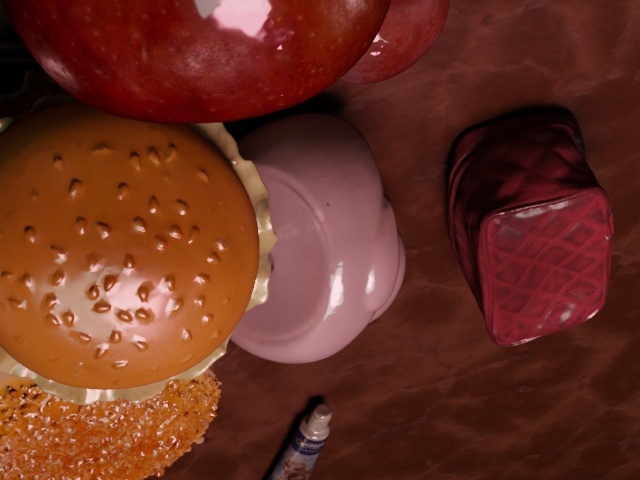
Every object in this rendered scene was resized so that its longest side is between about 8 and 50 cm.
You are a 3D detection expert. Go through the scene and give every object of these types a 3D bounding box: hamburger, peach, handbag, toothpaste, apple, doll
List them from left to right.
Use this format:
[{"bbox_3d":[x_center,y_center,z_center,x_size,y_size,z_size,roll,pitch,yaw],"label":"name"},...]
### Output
[{"bbox_3d":[-0.244,0.151,1.427,0.302,0.170,0.302,-9,141,-7],"label":"hamburger"},{"bbox_3d":[-0.172,-0.003,1.143,0.274,0.212,0.274,-5,106,-19],"label":"hamburger"},{"bbox_3d":[-0.089,-0.223,0.938,0.288,0.288,0.317,-17,139,1],"label":"apple"},{"bbox_3d":[-0.024,0.261,1.746,0.062,0.037,0.216,0,143,-21],"label":"toothpaste"},{"bbox_3d":[0.000,0.000,1.347,0.221,0.221,0.251,-3,112,-16],"label":"doll"},{"bbox_3d":[0.036,-0.195,1.146,0.152,0.152,0.152,-10,141,-8],"label":"peach"},{"bbox_3d":[0.207,-0.012,1.424,0.146,0.135,0.225,-14,137,-2],"label":"handbag"}]

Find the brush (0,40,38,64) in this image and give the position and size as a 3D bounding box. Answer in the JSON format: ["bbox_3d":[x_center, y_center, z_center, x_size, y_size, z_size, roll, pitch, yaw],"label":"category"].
[{"bbox_3d":[-0.164,-0.153,1.207,0.266,0.027,0.062,-1,145,-17],"label":"brush"}]
